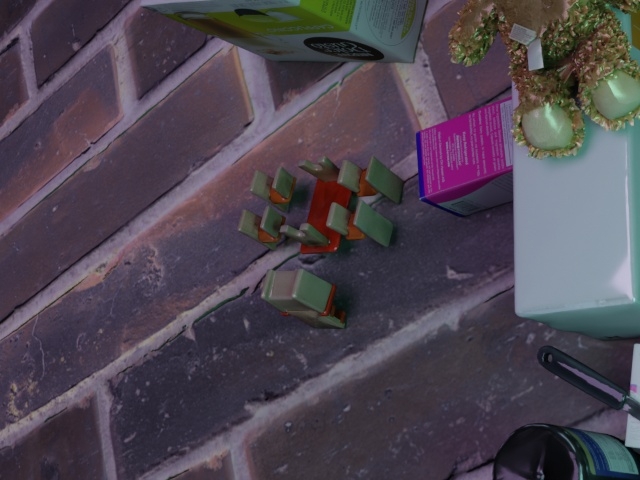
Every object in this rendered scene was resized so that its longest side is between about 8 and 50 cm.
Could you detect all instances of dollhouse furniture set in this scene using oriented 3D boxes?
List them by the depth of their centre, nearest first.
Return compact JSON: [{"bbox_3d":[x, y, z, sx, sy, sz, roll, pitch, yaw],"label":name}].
[{"bbox_3d":[0.000,0.000,1.731,0.262,0.135,0.259,-3,64,42],"label":"dollhouse furniture set"}]

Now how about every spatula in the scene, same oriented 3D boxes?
[{"bbox_3d":[0.370,0.201,1.244,0.296,0.030,0.084,33,106,43],"label":"spatula"}]

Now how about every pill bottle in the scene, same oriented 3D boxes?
[{"bbox_3d":[0.312,0.288,1.268,0.122,0.219,0.123,-14,68,39],"label":"pill bottle"}]

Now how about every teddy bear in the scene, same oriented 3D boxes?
[{"bbox_3d":[0.272,-0.260,1.247,0.245,0.113,0.338,-47,59,30],"label":"teddy bear"}]

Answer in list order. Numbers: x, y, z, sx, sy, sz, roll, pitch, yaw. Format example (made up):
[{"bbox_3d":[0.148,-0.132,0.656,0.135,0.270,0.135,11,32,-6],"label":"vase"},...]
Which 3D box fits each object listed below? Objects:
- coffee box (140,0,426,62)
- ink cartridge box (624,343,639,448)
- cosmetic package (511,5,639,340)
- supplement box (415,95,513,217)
[{"bbox_3d":[-0.034,-0.495,1.736,0.337,0.334,0.338,10,86,43],"label":"coffee box"},{"bbox_3d":[0.433,0.185,1.276,0.092,0.090,0.143,1,79,43],"label":"ink cartridge box"},{"bbox_3d":[0.363,-0.116,1.334,0.161,0.230,0.453,-10,72,40],"label":"cosmetic package"},{"bbox_3d":[0.257,-0.123,1.514,0.220,0.111,0.114,-16,66,38],"label":"supplement box"}]
